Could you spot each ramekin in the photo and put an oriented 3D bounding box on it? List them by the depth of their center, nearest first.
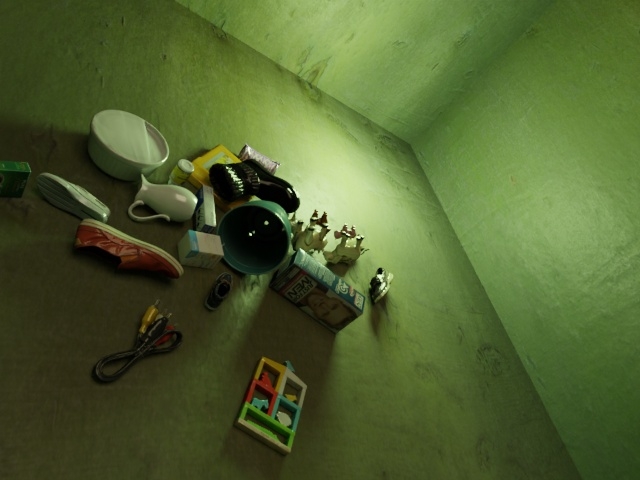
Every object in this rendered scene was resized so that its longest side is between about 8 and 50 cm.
[{"bbox_3d":[-0.705,-0.334,1.616,0.273,0.127,0.272,29,35,-23],"label":"ramekin"}]

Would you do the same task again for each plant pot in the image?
[{"bbox_3d":[-0.232,-0.037,1.727,0.272,0.271,0.255,42,17,-7],"label":"plant pot"}]

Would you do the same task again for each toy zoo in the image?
[{"bbox_3d":[-0.144,0.501,1.419,0.192,0.030,0.293,37,33,-14],"label":"toy zoo"}]

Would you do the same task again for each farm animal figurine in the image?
[{"bbox_3d":[0.000,0.000,1.996,0.327,0.172,0.330,-1,27,-37],"label":"farm animal figurine"}]

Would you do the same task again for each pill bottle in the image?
[{"bbox_3d":[-0.543,-0.253,1.721,0.065,0.116,0.065,29,36,-24],"label":"pill bottle"}]

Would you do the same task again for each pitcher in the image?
[{"bbox_3d":[-0.558,-0.123,1.577,0.207,0.125,0.177,20,60,-19],"label":"pitcher"}]

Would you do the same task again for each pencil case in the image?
[{"bbox_3d":[-0.300,-0.390,2.181,0.206,0.088,0.086,25,35,-28],"label":"pencil case"}]

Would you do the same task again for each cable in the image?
[{"bbox_3d":[-0.498,0.301,1.242,0.139,0.072,0.287,56,42,-17],"label":"cable"}]

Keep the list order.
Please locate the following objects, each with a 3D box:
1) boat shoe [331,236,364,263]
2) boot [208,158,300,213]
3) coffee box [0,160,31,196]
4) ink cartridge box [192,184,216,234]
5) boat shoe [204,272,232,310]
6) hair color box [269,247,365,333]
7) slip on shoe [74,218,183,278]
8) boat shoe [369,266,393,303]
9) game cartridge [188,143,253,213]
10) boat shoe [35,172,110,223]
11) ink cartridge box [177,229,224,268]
[{"bbox_3d":[0.137,0.058,2.170,0.098,0.109,0.302,50,28,4],"label":"boat shoe"},{"bbox_3d":[-0.276,-0.211,1.867,0.348,0.131,0.260,36,26,11],"label":"boot"},{"bbox_3d":[-0.910,-0.169,1.213,0.184,0.113,0.040,-6,55,-50],"label":"coffee box"},{"bbox_3d":[-0.444,-0.104,1.688,0.046,0.097,0.207,19,41,-36],"label":"ink cartridge box"},{"bbox_3d":[-0.332,0.160,1.534,0.065,0.083,0.183,37,33,-14],"label":"boat shoe"},{"bbox_3d":[-0.008,0.206,1.770,0.347,0.174,0.105,37,34,-14],"label":"hair color box"},{"bbox_3d":[-0.582,0.050,1.360,0.331,0.123,0.101,29,59,-26],"label":"slip on shoe"},{"bbox_3d":[0.286,0.214,2.176,0.092,0.103,0.285,41,28,1],"label":"boat shoe"},{"bbox_3d":[-0.415,-0.271,1.951,0.285,0.053,0.323,41,31,-8],"label":"game cartridge"},{"bbox_3d":[-0.764,-0.130,1.383,0.226,0.083,0.075,45,18,-24],"label":"boat shoe"},{"bbox_3d":[-0.415,0.035,1.570,0.143,0.092,0.089,13,45,-40],"label":"ink cartridge box"}]
